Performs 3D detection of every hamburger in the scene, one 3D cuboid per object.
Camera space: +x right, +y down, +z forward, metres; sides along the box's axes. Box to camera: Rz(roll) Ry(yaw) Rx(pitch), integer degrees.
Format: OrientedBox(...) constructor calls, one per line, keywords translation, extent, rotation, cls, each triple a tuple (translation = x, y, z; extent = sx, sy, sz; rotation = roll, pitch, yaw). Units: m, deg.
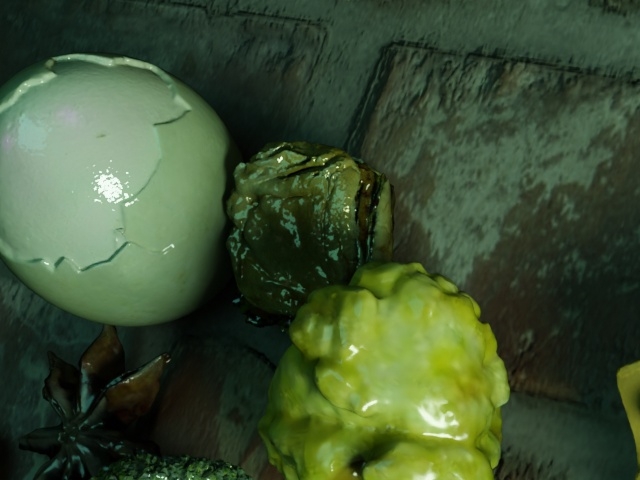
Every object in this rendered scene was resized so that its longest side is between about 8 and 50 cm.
OrientedBox(translation=(0.000, 0.000, 1.866), extent=(0.183, 0.130, 0.206), rotation=(4, 94, 35), cls="hamburger")

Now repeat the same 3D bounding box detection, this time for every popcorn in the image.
OrientedBox(translation=(0.061, 0.159, 1.692), extent=(0.250, 0.235, 0.241), rotation=(132, 152, -69), cls="popcorn")

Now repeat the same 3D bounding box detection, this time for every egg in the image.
OrientedBox(translation=(-0.230, -0.058, 1.924), extent=(0.278, 0.336, 0.278), rotation=(-13, 64, 28), cls="egg")

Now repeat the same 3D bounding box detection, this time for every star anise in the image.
OrientedBox(translation=(-0.249, 0.225, 1.984), extent=(0.288, 0.088, 0.288), rotation=(-25, 56, 44), cls="star anise")

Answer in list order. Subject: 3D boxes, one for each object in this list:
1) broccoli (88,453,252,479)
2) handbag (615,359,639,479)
OrientedBox(translation=(-0.185, 0.370, 1.752), extent=(0.252, 0.221, 0.361), rotation=(43, 72, 9), cls="broccoli")
OrientedBox(translation=(0.390, 0.255, 1.407), extent=(0.283, 0.133, 0.401), rotation=(-23, 72, 41), cls="handbag")
